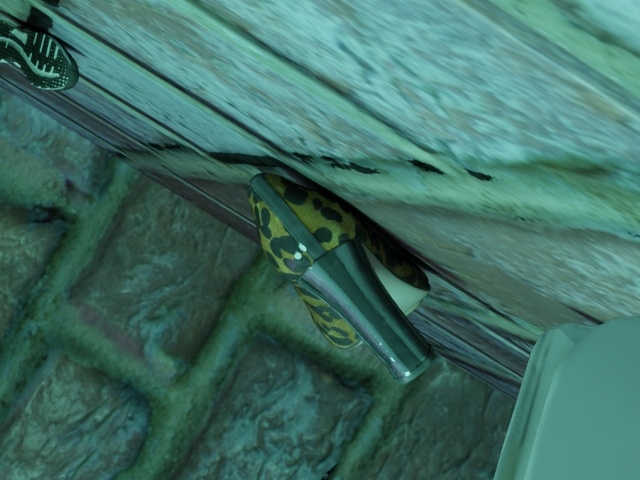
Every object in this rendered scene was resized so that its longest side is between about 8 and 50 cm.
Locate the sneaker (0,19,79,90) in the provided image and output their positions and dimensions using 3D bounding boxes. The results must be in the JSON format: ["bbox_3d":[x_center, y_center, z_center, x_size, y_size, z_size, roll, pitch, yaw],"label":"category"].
[{"bbox_3d":[-0.214,-0.143,1.523,0.044,0.040,0.109,11,-165,-45],"label":"sneaker"}]

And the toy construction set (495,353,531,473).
[{"bbox_3d":[0.268,0.199,1.213,0.237,0.257,0.309,6,138,38],"label":"toy construction set"}]

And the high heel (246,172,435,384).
[{"bbox_3d":[0.000,0.000,1.523,0.186,0.093,0.261,50,180,-15],"label":"high heel"}]

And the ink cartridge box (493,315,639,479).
[{"bbox_3d":[0.236,0.177,0.608,0.285,0.166,0.395,11,166,31],"label":"ink cartridge box"}]
